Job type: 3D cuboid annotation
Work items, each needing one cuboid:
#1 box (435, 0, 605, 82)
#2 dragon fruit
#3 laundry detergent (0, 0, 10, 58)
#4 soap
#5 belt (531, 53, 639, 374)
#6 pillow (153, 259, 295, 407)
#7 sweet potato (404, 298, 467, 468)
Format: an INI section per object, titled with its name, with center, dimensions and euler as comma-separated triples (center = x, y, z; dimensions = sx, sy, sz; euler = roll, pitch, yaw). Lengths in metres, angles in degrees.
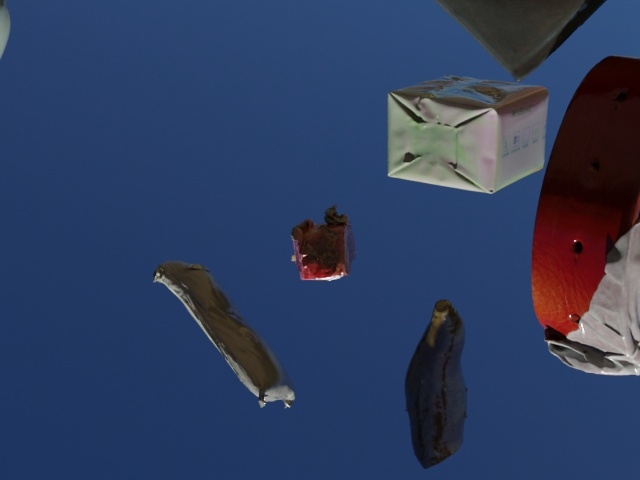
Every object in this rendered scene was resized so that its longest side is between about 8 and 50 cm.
[box]
center = 0.262, -0.356, 1.364
dimensions = 0.204, 0.345, 0.251
euler = 46, -162, 0
[dragon fruit]
center = 0.000, 0.000, 1.976
dimensions = 0.102, 0.096, 0.147
euler = -14, -168, 0
[laundry detergent]
center = -0.325, -0.178, 0.937
dimensions = 0.215, 0.280, 0.105
euler = 41, -109, -24
[soap]
center = 0.219, -0.161, 1.944
dimensions = 0.182, 0.138, 0.199
euler = 10, -161, 30
[belt]
center = 0.321, -0.023, 1.336
dimensions = 0.115, 0.323, 0.227
euler = 16, -174, 39
[pillow]
center = -0.121, 0.120, 1.773
dimensions = 0.255, 0.059, 0.169
euler = 49, -178, 18
[sweet potato]
center = 0.137, 0.158, 1.526
dimensions = 0.077, 0.243, 0.077
euler = -1, -148, 1
